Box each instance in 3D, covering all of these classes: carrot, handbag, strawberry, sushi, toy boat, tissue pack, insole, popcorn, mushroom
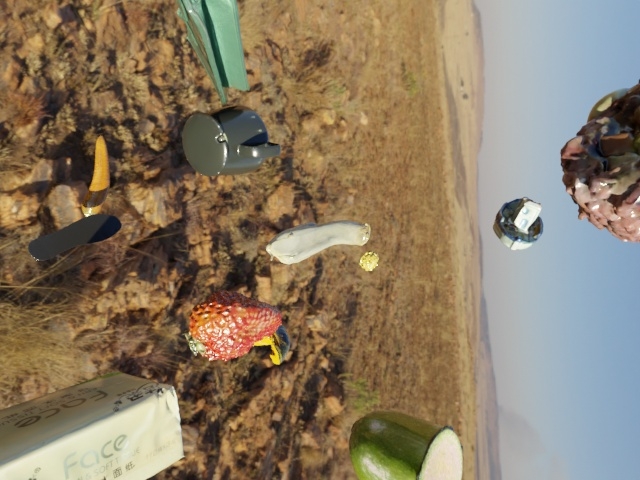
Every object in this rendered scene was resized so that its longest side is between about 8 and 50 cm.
[{"bbox_3d":[-0.719,-0.203,1.326,0.062,0.066,0.272,147,-45,-78],"label":"carrot"},{"bbox_3d":[-0.243,-0.464,0.854,0.239,0.089,0.326,60,-8,8],"label":"handbag"},{"bbox_3d":[-0.204,0.196,0.986,0.235,0.106,0.175,-32,92,-27],"label":"strawberry"},{"bbox_3d":[0.474,-0.130,0.568,0.170,0.270,0.237,28,31,-35],"label":"sushi"},{"bbox_3d":[0.517,-0.061,1.044,0.262,0.114,0.115,-36,150,-61],"label":"toy boat"},{"bbox_3d":[-0.567,0.454,0.891,0.404,0.331,0.206,-11,96,-51],"label":"tissue pack"},{"bbox_3d":[-0.692,-0.016,1.159,0.253,0.005,0.086,-33,91,-46],"label":"insole"},{"bbox_3d":[0.191,0.076,1.567,0.083,0.057,0.082,-31,145,-24],"label":"popcorn"},{"bbox_3d":[-0.001,-0.002,1.039,0.099,0.277,0.096,-130,-152,-60],"label":"mushroom"}]

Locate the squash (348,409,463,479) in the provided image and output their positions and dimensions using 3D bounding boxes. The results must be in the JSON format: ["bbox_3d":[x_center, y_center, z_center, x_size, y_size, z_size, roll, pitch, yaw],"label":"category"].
[{"bbox_3d":[0.213,0.658,1.195,0.310,0.308,0.311,-2,92,-50],"label":"squash"}]

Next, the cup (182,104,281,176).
[{"bbox_3d":[-0.208,-0.234,0.977,0.176,0.223,0.170,-26,127,-53],"label":"cup"}]

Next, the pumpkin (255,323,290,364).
[{"bbox_3d":[-0.167,0.333,1.405,0.107,0.183,0.119,-29,139,-38],"label":"pumpkin"}]
